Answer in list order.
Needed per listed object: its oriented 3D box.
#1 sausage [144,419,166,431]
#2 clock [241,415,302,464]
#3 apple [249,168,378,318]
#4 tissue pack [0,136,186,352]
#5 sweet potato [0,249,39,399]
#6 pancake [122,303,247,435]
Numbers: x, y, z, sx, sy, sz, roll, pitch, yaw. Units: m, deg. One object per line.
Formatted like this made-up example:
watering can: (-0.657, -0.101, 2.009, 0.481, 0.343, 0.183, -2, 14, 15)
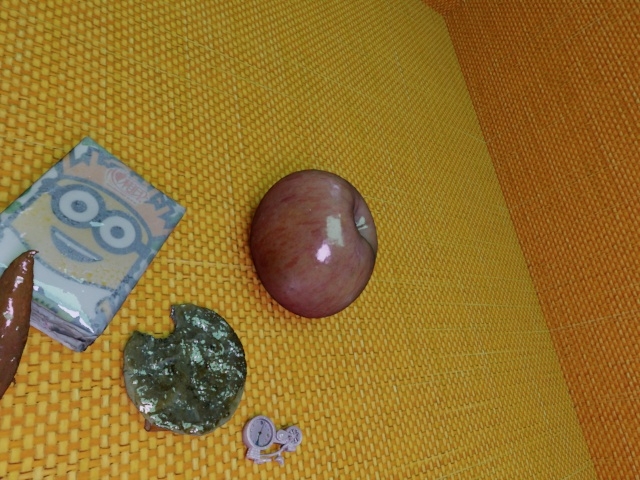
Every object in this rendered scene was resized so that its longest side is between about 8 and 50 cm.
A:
sausage: (-0.260, 0.329, 0.815, 0.107, 0.031, 0.031, 17, 58, -36)
clock: (-0.098, 0.406, 0.912, 0.129, 0.041, 0.087, 21, 52, -27)
apple: (0.000, 0.000, 1.053, 0.344, 0.269, 0.345, 22, 54, -34)
tissue pack: (-0.412, -0.001, 0.786, 0.228, 0.128, 0.311, 40, 45, -19)
sweet potato: (-0.450, 0.157, 0.630, 0.072, 0.066, 0.314, 24, 92, -34)
pancake: (-0.246, 0.241, 0.849, 0.253, 0.037, 0.254, 25, 45, -28)
